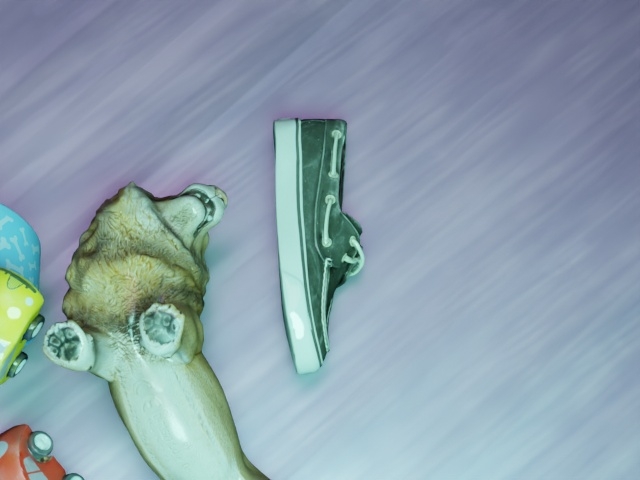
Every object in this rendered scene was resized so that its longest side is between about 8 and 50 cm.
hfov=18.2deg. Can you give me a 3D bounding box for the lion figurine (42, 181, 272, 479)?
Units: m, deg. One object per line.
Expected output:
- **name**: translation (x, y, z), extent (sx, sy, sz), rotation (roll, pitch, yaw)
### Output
- **lion figurine**: translation (-0.100, 0.143, 1.529), extent (0.142, 0.240, 0.392), rotation (-16, 89, 5)

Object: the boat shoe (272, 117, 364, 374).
- **boat shoe**: translation (0.000, 0.000, 1.616), extent (0.070, 0.078, 0.219), rotation (-3, 71, -1)

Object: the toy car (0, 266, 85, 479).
- **toy car**: translation (-0.298, 0.128, 1.541), extent (0.225, 0.239, 0.053), rotation (4, 30, 24)

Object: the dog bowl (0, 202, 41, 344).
- **dog bowl**: translation (-0.359, 0.007, 1.571), extent (0.297, 0.166, 0.074), rotation (10, 62, 2)
